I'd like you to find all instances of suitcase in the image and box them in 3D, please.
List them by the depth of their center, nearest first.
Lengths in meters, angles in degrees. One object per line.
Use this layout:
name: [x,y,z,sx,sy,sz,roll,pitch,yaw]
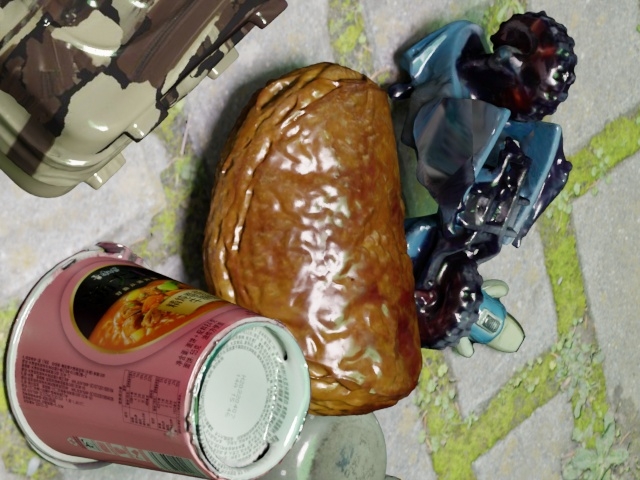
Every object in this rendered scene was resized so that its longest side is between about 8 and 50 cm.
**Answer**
suitcase: [-0.238,-0.248,1.606,0.339,0.194,0.351,45,54,-4]

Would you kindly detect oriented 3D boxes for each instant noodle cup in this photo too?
instant noodle cup: [-0.151,0.139,1.758,0.244,0.255,0.244,-9,103,-45]

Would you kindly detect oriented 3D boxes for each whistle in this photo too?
whistle: [0.190,0.089,2.218,0.235,0.077,0.114,33,85,-50]

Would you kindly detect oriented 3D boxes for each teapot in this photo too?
teapot: [-0.017,0.256,2.010,0.294,0.129,0.193,22,83,-47]

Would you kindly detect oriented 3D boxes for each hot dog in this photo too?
hot dog: [0.000,0.000,1.915,0.267,0.174,0.388,2,80,-56]

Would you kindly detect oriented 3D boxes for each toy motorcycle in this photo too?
toy motorcycle: [0.158,-0.086,2.066,0.172,0.232,0.416,8,106,-44]
